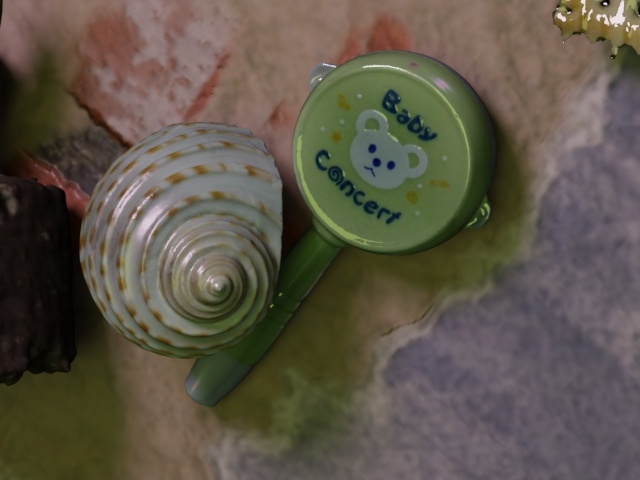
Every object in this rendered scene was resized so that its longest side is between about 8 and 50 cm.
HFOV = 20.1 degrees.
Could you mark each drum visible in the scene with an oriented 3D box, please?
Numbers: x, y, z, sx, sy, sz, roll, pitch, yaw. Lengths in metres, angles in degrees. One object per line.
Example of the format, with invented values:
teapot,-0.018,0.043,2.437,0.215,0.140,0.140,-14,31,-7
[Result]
drum,0.018,0.010,1.046,0.130,0.049,0.253,28,111,14

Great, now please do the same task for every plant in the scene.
plant,-0.236,-0.038,1.072,0.146,0.149,0.274,-7,93,19

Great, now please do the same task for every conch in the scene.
conch,-0.082,-0.008,1.022,0.153,0.102,0.135,37,97,42

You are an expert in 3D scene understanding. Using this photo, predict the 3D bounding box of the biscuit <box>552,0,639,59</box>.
biscuit,0.196,-0.158,0.942,0.203,0.016,0.144,19,97,32
